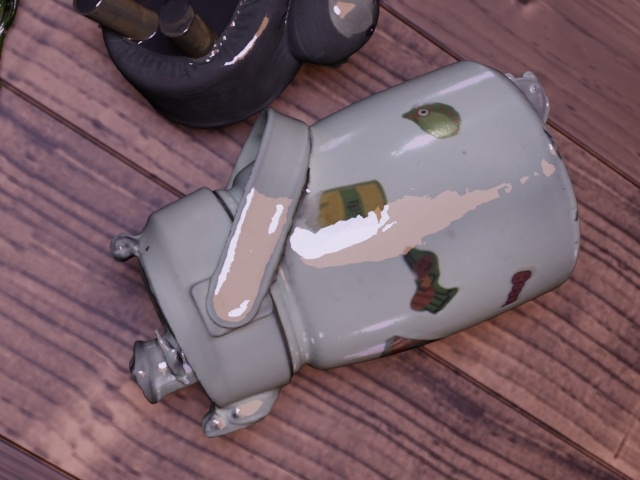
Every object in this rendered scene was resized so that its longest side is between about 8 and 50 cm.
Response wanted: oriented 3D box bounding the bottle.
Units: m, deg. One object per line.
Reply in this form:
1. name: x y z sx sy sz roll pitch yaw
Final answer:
1. bottle: 0.000 0.000 0.811 0.351 0.229 0.229 -22 93 -11

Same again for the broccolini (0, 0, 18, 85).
1. broccolini: -0.274 -0.141 0.835 0.042 0.044 0.218 12 90 -29

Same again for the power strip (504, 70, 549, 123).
1. power strip: 0.192 -0.118 0.948 0.055 0.035 0.083 -7 87 -14

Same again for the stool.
1. stool: -0.077 -0.190 0.797 0.228 0.139 0.153 -21 66 10
